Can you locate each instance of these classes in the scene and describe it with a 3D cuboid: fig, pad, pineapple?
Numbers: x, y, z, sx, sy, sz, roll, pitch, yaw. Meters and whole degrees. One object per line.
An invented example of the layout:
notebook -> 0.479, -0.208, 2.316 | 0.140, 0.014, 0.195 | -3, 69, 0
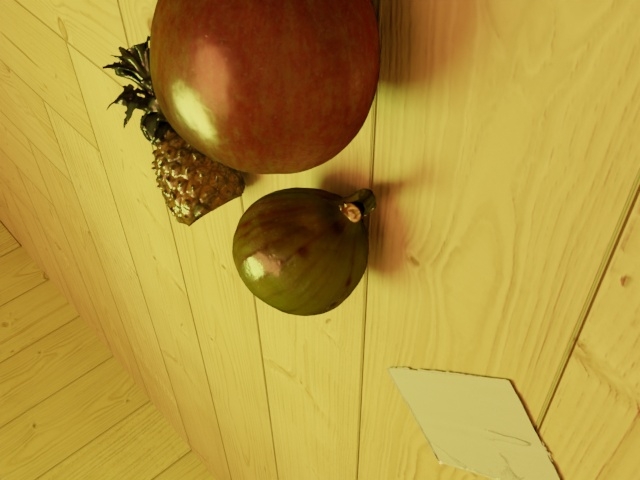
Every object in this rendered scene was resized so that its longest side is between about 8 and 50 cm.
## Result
fig -> -0.010, -0.008, 0.761 | 0.186, 0.148, 0.142 | -47, 58, 24
pad -> 0.172, 0.215, 0.821 | 0.156, 0.004, 0.232 | 61, 153, -8
pineapple -> -0.198, -0.146, 0.928 | 0.251, 0.125, 0.125 | 63, 153, -1

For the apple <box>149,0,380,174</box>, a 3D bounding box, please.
apple -> -0.044, -0.154, 0.577 | 0.188, 0.188, 0.173 | 38, 141, 33
